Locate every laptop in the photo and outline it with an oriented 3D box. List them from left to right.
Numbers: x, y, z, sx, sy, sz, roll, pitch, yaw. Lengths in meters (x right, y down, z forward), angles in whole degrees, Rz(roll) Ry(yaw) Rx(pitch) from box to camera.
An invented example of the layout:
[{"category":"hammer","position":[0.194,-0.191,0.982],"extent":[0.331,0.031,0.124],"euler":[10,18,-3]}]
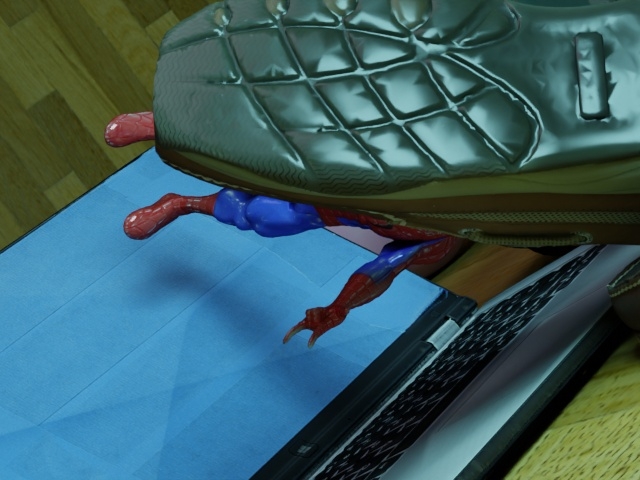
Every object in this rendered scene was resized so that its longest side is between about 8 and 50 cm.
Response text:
[{"category":"laptop","position":[-0.030,0.027,1.048],"extent":[0.408,0.236,0.382],"euler":[-35,4,45]}]

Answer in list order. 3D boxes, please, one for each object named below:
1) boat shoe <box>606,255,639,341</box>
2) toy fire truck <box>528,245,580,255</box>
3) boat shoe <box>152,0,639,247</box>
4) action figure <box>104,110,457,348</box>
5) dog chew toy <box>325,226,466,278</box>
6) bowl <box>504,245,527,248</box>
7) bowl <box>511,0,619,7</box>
[{"category":"boat shoe","position":[0.174,-0.012,0.768],"extent":[0.073,0.073,0.207],"euler":[-45,4,-29]},{"category":"toy fire truck","position":[0.126,-0.129,1.289],"extent":[0.158,0.217,0.246],"euler":[88,-157,-59]},{"category":"boat shoe","position":[0.085,-0.043,0.877],"extent":[0.120,0.324,0.122],"euler":[84,-170,-58]},{"category":"action figure","position":[-0.034,-0.017,1.016],"extent":[0.280,0.091,0.139],"euler":[4,23,43]},{"category":"dog chew toy","position":[0.000,0.000,1.756],"extent":[0.332,0.206,0.206],"euler":[-47,6,-25]},{"category":"bowl","position":[0.160,-0.053,1.360],"extent":[0.170,0.170,0.080],"euler":[-37,-42,1]},{"category":"bowl","position":[0.195,-0.162,0.944],"extent":[0.311,0.311,0.163],"euler":[-35,22,49]}]
